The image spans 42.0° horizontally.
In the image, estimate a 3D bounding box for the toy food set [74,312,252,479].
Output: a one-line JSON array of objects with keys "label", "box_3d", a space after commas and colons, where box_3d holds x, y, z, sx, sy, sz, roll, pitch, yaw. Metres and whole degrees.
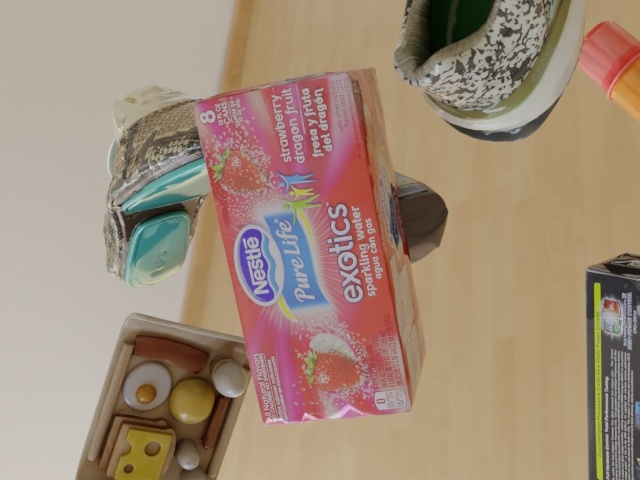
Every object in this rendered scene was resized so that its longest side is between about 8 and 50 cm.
[{"label": "toy food set", "box_3d": [-0.211, 0.267, 1.218, 0.092, 0.219, 0.306, 31, 104, 63]}]

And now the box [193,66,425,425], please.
[{"label": "box", "box_3d": [0.000, 0.000, 0.657, 0.122, 0.128, 0.257, -9, 101, 13]}]

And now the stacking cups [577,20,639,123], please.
[{"label": "stacking cups", "box_3d": [0.408, -0.119, 0.917, 0.316, 0.096, 0.096, 48, 114, 26]}]

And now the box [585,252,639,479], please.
[{"label": "box", "box_3d": [0.298, 0.158, 0.597, 0.216, 0.060, 0.270, 11, 110, 53]}]

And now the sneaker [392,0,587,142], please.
[{"label": "sneaker", "box_3d": [0.143, -0.276, 0.601, 0.158, 0.182, 0.411, 16, 102, 29]}]

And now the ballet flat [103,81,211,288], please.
[{"label": "ballet flat", "box_3d": [-0.213, -0.087, 1.066, 0.182, 0.164, 0.483, 66, 153, 11]}]

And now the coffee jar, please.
[{"label": "coffee jar", "box_3d": [0.029, -0.041, 0.797, 0.184, 0.096, 0.079, 35, 128, 39]}]
